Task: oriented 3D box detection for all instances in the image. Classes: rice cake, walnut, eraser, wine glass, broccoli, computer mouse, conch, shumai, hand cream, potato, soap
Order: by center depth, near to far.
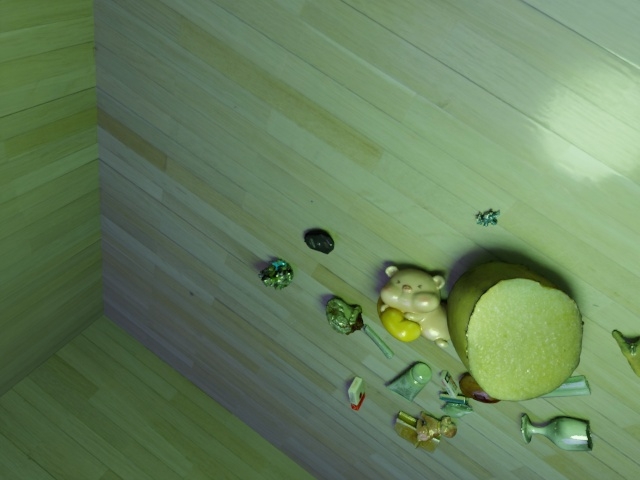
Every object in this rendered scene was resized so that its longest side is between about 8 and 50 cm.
[{"bbox_3d":[0.617,0.269,1.432,0.385,0.319,0.442,-19,107,-2],"label":"potato"},{"bbox_3d":[0.916,0.570,1.619,0.221,0.042,0.080,-26,105,42],"label":"rice cake"},{"bbox_3d":[0.951,0.775,1.693,0.241,0.126,0.126,-11,116,41],"label":"wine glass"},{"bbox_3d":[0.685,0.621,1.762,0.207,0.116,0.116,-2,121,34],"label":"walnut"},{"bbox_3d":[0.000,0.000,1.782,0.172,0.057,0.099,8,129,43],"label":"computer mouse"},{"bbox_3d":[0.580,0.646,1.889,0.029,0.052,0.122,-18,112,42],"label":"eraser"},{"bbox_3d":[0.116,0.335,1.909,0.142,0.184,0.184,-25,109,18],"label":"shumai"},{"bbox_3d":[0.624,0.778,1.953,0.180,0.065,0.088,-28,96,48],"label":"conch"},{"bbox_3d":[0.271,0.477,1.977,0.208,0.033,0.033,49,133,-7],"label":"rice cake"},{"bbox_3d":[-0.214,0.166,1.978,0.167,0.160,0.154,35,108,21],"label":"broccoli"},{"bbox_3d":[0.426,0.683,1.992,0.147,0.093,0.306,28,136,5],"label":"hand cream"},{"bbox_3d":[0.502,1.003,2.197,0.232,0.073,0.140,22,128,19],"label":"soap"}]

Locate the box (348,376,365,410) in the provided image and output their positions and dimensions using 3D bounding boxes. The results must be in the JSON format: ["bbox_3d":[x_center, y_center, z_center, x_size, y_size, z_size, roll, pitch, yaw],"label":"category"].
[{"bbox_3d":[0.194,0.818,2.240,0.048,0.100,0.152,12,128,29],"label":"box"}]

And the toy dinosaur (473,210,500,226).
[{"bbox_3d":[0.549,-0.073,1.379,0.083,0.030,0.047,-10,118,38],"label":"toy dinosaur"}]

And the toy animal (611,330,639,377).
[{"bbox_3d":[1.041,0.395,1.360,0.103,0.101,0.219,-25,107,41],"label":"toy animal"}]

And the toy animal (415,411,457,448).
[{"bbox_3d":[0.561,0.941,2.035,0.185,0.184,0.104,-2,128,35],"label":"toy animal"}]

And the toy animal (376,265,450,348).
[{"bbox_3d":[0.373,0.240,1.584,0.345,0.277,0.247,24,119,20],"label":"toy animal"}]

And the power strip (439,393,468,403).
[{"bbox_3d":[0.610,0.725,1.927,0.123,0.032,0.056,-5,158,35],"label":"power strip"}]
